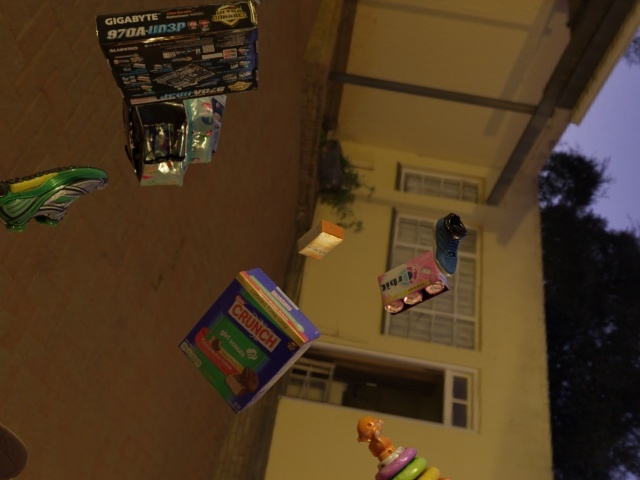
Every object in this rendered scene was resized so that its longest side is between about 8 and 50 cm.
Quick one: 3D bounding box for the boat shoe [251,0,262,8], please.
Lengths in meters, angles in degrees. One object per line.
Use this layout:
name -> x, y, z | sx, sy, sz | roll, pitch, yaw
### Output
boat shoe -> -0.175, -0.599, 1.342 | 0.049, 0.056, 0.152 | -50, 135, -19

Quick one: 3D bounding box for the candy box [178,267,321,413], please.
candy box -> -0.203, 0.281, 1.689 | 0.317, 0.268, 0.122 | -49, 167, 18

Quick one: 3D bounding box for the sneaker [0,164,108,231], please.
sneaker -> -0.727, -0.120, 1.630 | 0.344, 0.134, 0.146 | -31, 116, -51

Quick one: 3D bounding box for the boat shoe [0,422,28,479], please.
boat shoe -> -0.798, 0.414, 1.290 | 0.110, 0.341, 0.121 | -23, -142, 62

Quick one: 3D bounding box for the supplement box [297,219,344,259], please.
supplement box -> 0.000, 0.000, 1.365 | 0.098, 0.062, 0.036 | -41, -139, 40

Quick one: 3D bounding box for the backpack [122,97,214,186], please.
backpack -> -0.322, -0.239, 1.244 | 0.253, 0.191, 0.225 | 115, -34, -46

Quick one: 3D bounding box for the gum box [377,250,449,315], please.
gum box -> 0.252, 0.121, 1.669 | 0.062, 0.188, 0.107 | 42, 29, -40

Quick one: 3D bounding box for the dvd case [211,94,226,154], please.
dvd case -> -0.339, -0.360, 1.591 | 0.022, 0.180, 0.253 | -32, -141, 34

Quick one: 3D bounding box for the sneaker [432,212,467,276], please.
sneaker -> 0.317, 0.006, 1.449 | 0.084, 0.058, 0.152 | -42, -139, 52

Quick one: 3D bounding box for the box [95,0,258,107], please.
box -> -0.204, -0.277, 0.901 | 0.175, 0.220, 0.051 | 108, -29, -73

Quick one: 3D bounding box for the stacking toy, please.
stacking toy -> 0.176, 0.493, 1.233 | 0.175, 0.302, 0.165 | -35, 162, -16
